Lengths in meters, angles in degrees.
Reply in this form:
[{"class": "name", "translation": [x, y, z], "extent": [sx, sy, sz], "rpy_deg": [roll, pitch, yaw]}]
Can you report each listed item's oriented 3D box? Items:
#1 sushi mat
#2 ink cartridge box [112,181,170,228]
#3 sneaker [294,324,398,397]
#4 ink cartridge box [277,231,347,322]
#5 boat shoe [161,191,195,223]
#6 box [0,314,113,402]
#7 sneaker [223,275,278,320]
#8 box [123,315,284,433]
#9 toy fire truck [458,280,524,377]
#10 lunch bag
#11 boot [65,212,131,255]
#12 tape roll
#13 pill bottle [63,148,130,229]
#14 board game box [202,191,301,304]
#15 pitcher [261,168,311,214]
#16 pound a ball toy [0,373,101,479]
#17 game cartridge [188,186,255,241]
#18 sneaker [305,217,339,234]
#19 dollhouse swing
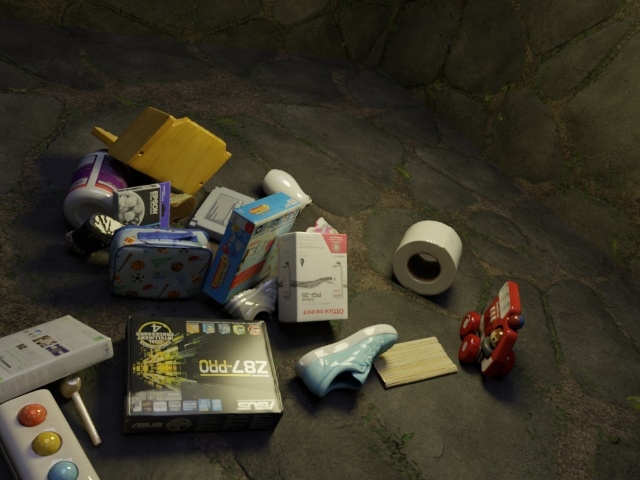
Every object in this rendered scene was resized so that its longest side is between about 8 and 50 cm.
[{"class": "sushi mat", "translation": [0.304, 0.399, 1.858], "extent": [0.317, 0.019, 0.151], "rpy_deg": [-3, 41, -32]}, {"class": "ink cartridge box", "translation": [-0.580, -0.082, 1.851], "extent": [0.045, 0.206, 0.208], "rpy_deg": [28, 31, 37]}, {"class": "sneaker", "translation": [0.108, 0.377, 1.691], "extent": [0.366, 0.135, 0.150], "rpy_deg": [-18, 52, -28]}, {"class": "ink cartridge box", "translation": [-0.023, 0.120, 1.809], "extent": [0.207, 0.117, 0.282], "rpy_deg": [2, 84, -35]}, {"class": "boat shoe", "translation": [-0.566, -0.112, 2.005], "extent": [0.089, 0.104, 0.285], "rpy_deg": [24, 22, 18]}, {"class": "box", "translation": [-0.704, 0.283, 1.344], "extent": [0.232, 0.058, 0.322], "rpy_deg": [13, 22, 41]}, {"class": "sneaker", "translation": [-0.182, 0.202, 1.813], "extent": [0.281, 0.105, 0.115], "rpy_deg": [-25, 79, -45]}, {"class": "box", "translation": [-0.321, 0.354, 1.507], "extent": [0.395, 0.097, 0.318], "rpy_deg": [6, 41, -22]}, {"class": "toy fire truck", "translation": [0.612, 0.309, 1.939], "extent": [0.170, 0.253, 0.302], "rpy_deg": [22, 35, 1]}, {"class": "lunch bag", "translation": [-0.475, 0.061, 1.686], "extent": [0.304, 0.243, 0.114], "rpy_deg": [2, 40, -25]}, {"class": "boot", "translation": [-0.654, 0.008, 1.748], "extent": [0.236, 0.179, 0.085], "rpy_deg": [35, 48, -39]}, {"class": "tape roll", "translation": [0.415, 0.067, 2.168], "extent": [0.246, 0.246, 0.169], "rpy_deg": [27, 34, 7]}, {"class": "pill bottle", "translation": [-0.752, -0.179, 1.912], "extent": [0.182, 0.181, 0.322], "rpy_deg": [10, 36, -17]}, {"class": "board game box", "translation": [-0.215, 0.017, 1.795], "extent": [0.086, 0.301, 0.308], "rpy_deg": [32, 25, 14]}, {"class": "pitcher", "translation": [-0.135, -0.208, 2.361], "extent": [0.207, 0.125, 0.178], "rpy_deg": [36, 15, 2]}, {"class": "pound a ball toy", "translation": [-0.571, 0.434, 1.229], "extent": [0.208, 0.135, 0.319], "rpy_deg": [-17, 51, -42]}, {"class": "game cartridge", "translation": [-0.357, -0.095, 2.128], "extent": [0.196, 0.060, 0.294], "rpy_deg": [18, 35, 0]}, {"class": "sneaker", "translation": [0.000, 0.000, 2.152], "extent": [0.111, 0.102, 0.252], "rpy_deg": [27, 36, 10]}, {"class": "dollhouse swing", "translation": [-0.580, -0.367, 2.023], "extent": [0.305, 0.315, 0.347], "rpy_deg": [52, 12, 28]}]
